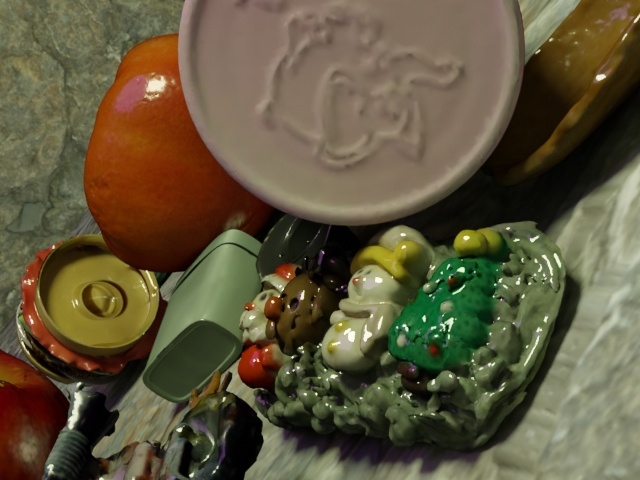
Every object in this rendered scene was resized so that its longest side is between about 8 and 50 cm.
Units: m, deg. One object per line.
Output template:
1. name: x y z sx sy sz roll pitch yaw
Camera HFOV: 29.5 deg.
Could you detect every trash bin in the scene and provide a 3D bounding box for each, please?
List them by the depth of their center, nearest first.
1. trash bin: -0.105 0.069 1.123 0.116 0.059 0.130 -45 19 35

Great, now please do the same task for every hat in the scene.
1. hat: 0.000 0.000 0.977 0.121 0.050 0.121 -45 23 24

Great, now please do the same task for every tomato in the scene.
1. tomato: -0.126 -0.084 1.230 0.260 0.180 0.260 17 -90 -73

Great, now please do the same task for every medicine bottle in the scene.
1. medicine bottle: 0.019 -0.130 0.822 0.202 0.202 0.316 -52 4 8

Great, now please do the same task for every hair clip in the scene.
1. hair clip: 0.019 0.051 0.742 0.138 0.091 0.321 -62 16 -18

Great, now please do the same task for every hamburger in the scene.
1. hamburger: -0.264 0.090 1.373 0.137 0.175 0.175 -57 9 48

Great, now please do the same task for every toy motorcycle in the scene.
1. toy motorcycle: -0.116 0.189 0.752 0.207 0.134 0.401 -35 28 29

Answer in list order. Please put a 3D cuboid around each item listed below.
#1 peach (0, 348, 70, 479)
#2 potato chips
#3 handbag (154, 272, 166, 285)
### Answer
1. peach: -0.408 0.273 1.063 0.417 0.339 0.353 -59 15 0
2. potato chips: 0.168 -0.107 0.714 0.202 0.049 0.150 -48 7 19
3. handbag: -0.171 -0.100 1.623 0.326 0.089 0.238 -54 14 -2
